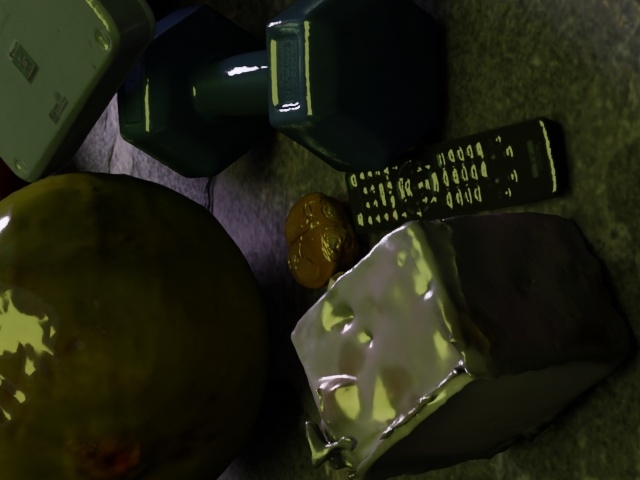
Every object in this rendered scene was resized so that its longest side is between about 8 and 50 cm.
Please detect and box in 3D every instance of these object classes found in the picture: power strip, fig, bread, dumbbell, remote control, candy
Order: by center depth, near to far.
[{"bbox_3d":[0.094,0.077,1.065,0.185,0.195,0.137,-48,58,40],"label":"candy"},{"bbox_3d":[0.100,-0.047,1.183,0.245,0.025,0.063,-10,86,53],"label":"remote control"},{"bbox_3d":[-0.042,-0.133,1.273,0.316,0.156,0.144,1,64,53],"label":"dumbbell"},{"bbox_3d":[0.000,0.000,1.300,0.081,0.046,0.083,1,91,59],"label":"bread"},{"bbox_3d":[-0.261,-0.188,1.348,0.194,0.059,0.265,51,141,4],"label":"power strip"},{"bbox_3d":[-0.206,0.084,1.382,0.343,0.343,0.343,6,98,53],"label":"fig"}]

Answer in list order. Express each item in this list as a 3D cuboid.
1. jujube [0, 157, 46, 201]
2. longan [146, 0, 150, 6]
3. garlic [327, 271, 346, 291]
[{"bbox_3d":[-0.395,-0.025,1.727,0.183,0.183,0.243,48,148,41],"label":"jujube"},{"bbox_3d":[-0.282,-0.242,1.528,0.246,0.215,0.246,-175,90,-75],"label":"longan"},{"bbox_3d":[0.020,0.067,1.277,0.041,0.053,0.083,26,112,50],"label":"garlic"}]
